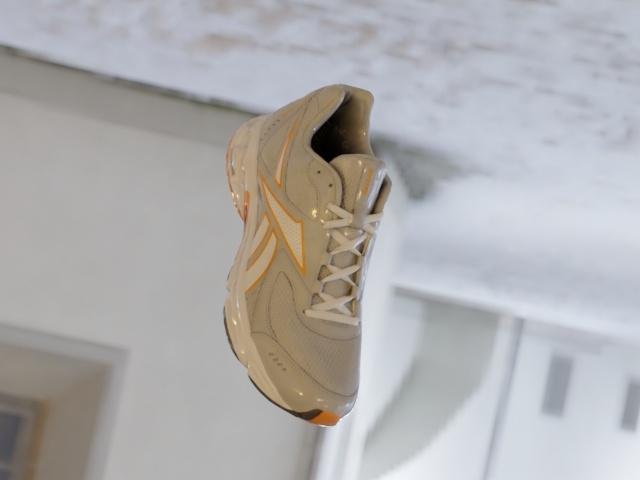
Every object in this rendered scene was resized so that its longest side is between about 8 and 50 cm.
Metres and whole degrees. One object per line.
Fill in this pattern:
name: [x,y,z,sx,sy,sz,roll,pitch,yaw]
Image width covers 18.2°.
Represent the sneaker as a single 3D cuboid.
sneaker: [0.000,0.000,1.411,0.099,0.262,0.121,17,142,-37]
